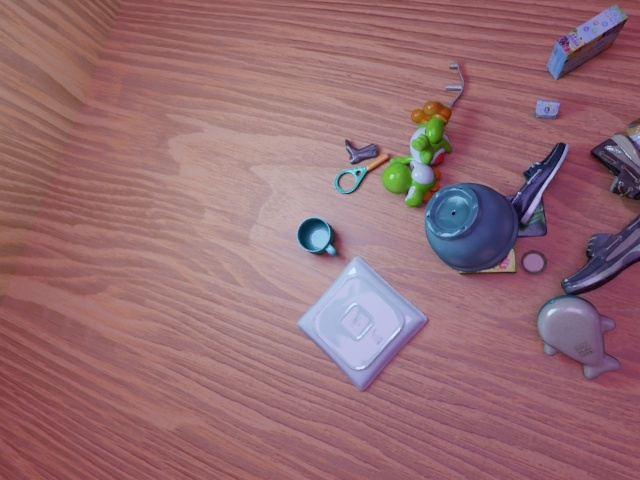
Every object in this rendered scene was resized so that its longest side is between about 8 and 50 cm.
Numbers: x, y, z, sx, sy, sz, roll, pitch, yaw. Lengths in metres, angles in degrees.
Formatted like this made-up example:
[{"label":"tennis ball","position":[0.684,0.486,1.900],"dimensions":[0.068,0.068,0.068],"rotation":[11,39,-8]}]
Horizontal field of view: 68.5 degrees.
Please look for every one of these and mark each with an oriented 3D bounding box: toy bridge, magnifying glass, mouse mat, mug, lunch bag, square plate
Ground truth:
[{"label":"toy bridge","position":[0.495,-0.563,1.733],"dimensions":[0.063,0.026,0.188],"rotation":[9,82,18]},{"label":"magnifying glass","position":[0.154,-0.258,1.774],"dimensions":[0.231,0.026,0.092],"rotation":[-32,73,11]},{"label":"mouse mat","position":[0.659,-0.082,1.596],"dimensions":[0.190,0.007,0.152],"rotation":[-6,77,15]},{"label":"mug","position":[-0.009,-0.001,1.739],"dimensions":[0.130,0.097,0.157],"rotation":[-17,75,13]},{"label":"lunch bag","position":[0.768,-0.447,1.594],"dimensions":[0.071,0.083,0.053],"rotation":[13,83,19]},{"label":"square plate","position":[0.134,0.286,1.663],"dimensions":[0.344,0.049,0.347],"rotation":[42,94,21]}]

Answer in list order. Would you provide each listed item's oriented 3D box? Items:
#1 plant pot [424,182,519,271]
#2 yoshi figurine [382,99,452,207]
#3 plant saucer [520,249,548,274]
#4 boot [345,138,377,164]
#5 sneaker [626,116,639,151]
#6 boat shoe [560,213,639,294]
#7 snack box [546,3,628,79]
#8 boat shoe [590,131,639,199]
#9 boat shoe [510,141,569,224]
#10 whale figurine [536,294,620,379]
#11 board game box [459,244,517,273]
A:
[{"label":"plant pot","position":[0.455,-0.064,1.503],"dimensions":[0.293,0.196,0.293],"rotation":[-16,63,34]},{"label":"yoshi figurine","position":[0.324,-0.304,1.659],"dimensions":[0.203,0.204,0.362],"rotation":[12,85,35]},{"label":"plant saucer","position":[0.702,0.073,1.546],"dimensions":[0.084,0.015,0.083],"rotation":[-3,79,16]},{"label":"boot","position":[0.157,-0.354,1.790],"dimensions":[0.114,0.037,0.106],"rotation":[-18,87,17]},{"label":"sneaker","position":[1.110,-0.363,1.475],"dimensions":[0.297,0.112,0.131],"rotation":[-28,102,2]},{"label":"boat shoe","position":[0.886,0.043,1.450],"dimensions":[0.355,0.132,0.130],"rotation":[-31,62,0]},{"label":"snack box","position":[0.873,-0.650,1.554],"dimensions":[0.207,0.174,0.070],"rotation":[-30,75,9]},{"label":"boat shoe","position":[0.961,-0.178,1.453],"dimensions":[0.123,0.123,0.341],"rotation":[-29,60,21]},{"label":"boat shoe","position":[0.708,-0.202,1.545],"dimensions":[0.091,0.114,0.302],"rotation":[30,84,17]},{"label":"whale figurine","position":[0.785,0.286,1.431],"dimensions":[0.216,0.141,0.272],"rotation":[-38,93,27]},{"label":"board game box","position":[0.558,0.064,1.578],"dimensions":[0.181,0.043,0.092],"rotation":[-3,78,17]}]
